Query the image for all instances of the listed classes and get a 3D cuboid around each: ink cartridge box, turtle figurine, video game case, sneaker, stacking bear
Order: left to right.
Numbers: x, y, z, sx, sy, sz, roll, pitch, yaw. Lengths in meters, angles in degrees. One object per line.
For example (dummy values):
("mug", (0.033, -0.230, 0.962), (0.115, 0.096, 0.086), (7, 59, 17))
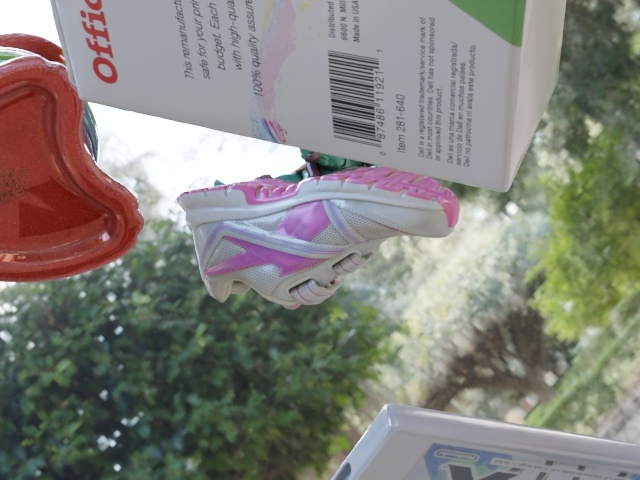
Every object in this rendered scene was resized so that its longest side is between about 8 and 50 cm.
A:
("stacking bear", (-0.263, -0.098, 0.923), (0.164, 0.175, 0.289), (-24, 30, -2))
("ink cartridge box", (-0.010, -0.161, 0.593), (0.201, 0.278, 0.117), (86, -154, -43))
("turtle figurine", (-0.007, -0.094, 1.310), (0.234, 0.118, 0.175), (-27, -27, 4))
("sneaker", (0.000, 0.000, 0.904), (0.103, 0.252, 0.111), (-16, -79, -59))
("video game case", (0.145, 0.282, 1.050), (0.329, 0.036, 0.300), (12, -50, -23))
